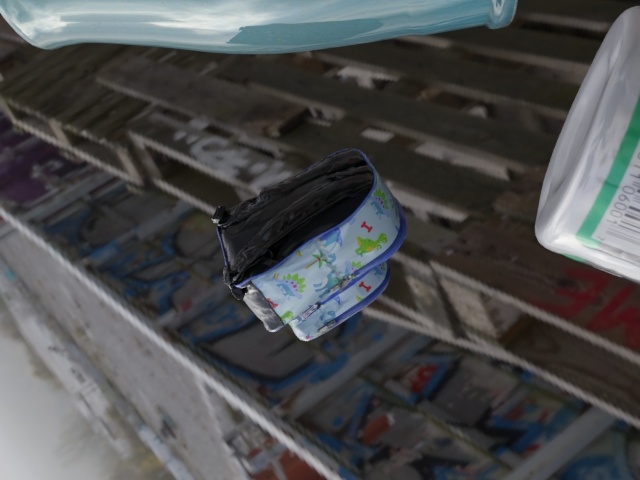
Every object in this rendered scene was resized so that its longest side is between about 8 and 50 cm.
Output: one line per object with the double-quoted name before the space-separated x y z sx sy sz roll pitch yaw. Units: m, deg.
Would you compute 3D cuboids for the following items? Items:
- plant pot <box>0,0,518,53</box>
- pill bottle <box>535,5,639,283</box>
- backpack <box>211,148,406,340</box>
"plant pot" -0.054 -0.218 0.540 0.271 0.255 0.272 -12 -90 -86
"pill bottle" 0.369 -0.028 0.803 0.361 0.204 0.204 21 153 3
"backpack" 0.000 0.000 0.681 0.084 0.114 0.105 51 -170 -30
